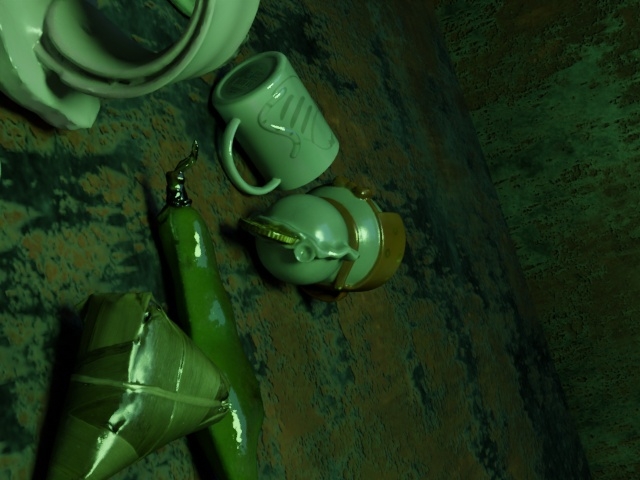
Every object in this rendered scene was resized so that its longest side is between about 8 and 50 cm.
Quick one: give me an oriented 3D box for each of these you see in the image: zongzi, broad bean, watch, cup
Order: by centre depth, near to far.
[{"bbox_3d":[-0.132,0.144,0.760,0.160,0.078,0.176,48,41,-46],"label":"zongzi"},{"bbox_3d":[-0.167,-0.228,0.789,0.248,0.217,0.211,68,21,-8],"label":"watch"},{"bbox_3d":[-0.102,0.078,0.908,0.075,0.067,0.325,112,-37,-73],"label":"broad bean"},{"bbox_3d":[-0.051,-0.123,1.144,0.133,0.099,0.136,57,24,-33],"label":"cup"}]

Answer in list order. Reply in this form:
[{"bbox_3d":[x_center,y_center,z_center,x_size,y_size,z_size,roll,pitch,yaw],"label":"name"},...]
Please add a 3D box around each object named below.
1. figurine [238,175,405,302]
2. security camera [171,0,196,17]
[{"bbox_3d":[0.004,-0.009,1.135,0.271,0.143,0.143,33,42,-60],"label":"figurine"},{"bbox_3d":[-0.172,-0.355,1.091,0.301,0.080,0.157,39,36,-58],"label":"security camera"}]
